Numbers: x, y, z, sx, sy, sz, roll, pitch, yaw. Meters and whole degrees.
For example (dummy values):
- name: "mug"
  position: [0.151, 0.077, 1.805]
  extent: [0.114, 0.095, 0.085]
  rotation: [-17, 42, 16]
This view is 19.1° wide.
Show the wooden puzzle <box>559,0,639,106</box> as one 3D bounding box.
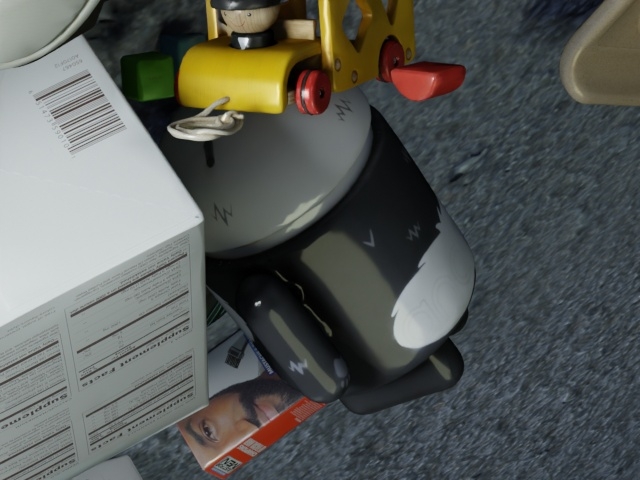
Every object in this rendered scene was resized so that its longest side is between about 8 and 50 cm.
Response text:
- name: "wooden puzzle"
  position: [0.365, -0.260, 1.553]
  extent: [0.322, 0.080, 0.348]
  rotation: [-4, 138, -51]

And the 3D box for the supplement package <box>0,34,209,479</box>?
- name: "supplement package"
  position: [-0.201, 0.019, 1.181]
  extent: [0.198, 0.199, 0.263]
  rotation: [-28, 156, -16]

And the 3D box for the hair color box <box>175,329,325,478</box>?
- name: "hair color box"
  position: [-0.053, 0.129, 1.726]
  extent: [0.167, 0.093, 0.053]
  rotation: [-37, 156, 6]

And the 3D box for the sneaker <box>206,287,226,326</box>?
- name: "sneaker"
  position: [-0.128, 0.062, 1.491]
  extent: [0.267, 0.101, 0.106]
  rotation: [-43, 158, 21]

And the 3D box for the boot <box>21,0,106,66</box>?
- name: "boot"
  position: [-0.114, -0.193, 1.036]
  extent: [0.305, 0.115, 0.112]
  rotation: [-33, 157, -53]

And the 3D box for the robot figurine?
- name: "robot figurine"
  position: [-0.002, -0.001, 1.347]
  extent: [0.173, 0.209, 0.278]
  rotation: [-42, 122, -9]

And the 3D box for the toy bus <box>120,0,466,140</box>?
- name: "toy bus"
  position: [-0.022, -0.140, 1.179]
  extent: [0.191, 0.202, 0.104]
  rotation: [-8, 106, -15]

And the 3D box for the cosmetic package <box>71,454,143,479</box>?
- name: "cosmetic package"
  position: [-0.319, 0.336, 1.703]
  extent: [0.365, 0.155, 0.197]
  rotation: [-13, 152, -42]

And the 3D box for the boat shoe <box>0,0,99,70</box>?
- name: "boat shoe"
  position: [-0.099, -0.174, 0.808]
  extent: [0.095, 0.079, 0.254]
  rotation: [-14, 156, -40]
